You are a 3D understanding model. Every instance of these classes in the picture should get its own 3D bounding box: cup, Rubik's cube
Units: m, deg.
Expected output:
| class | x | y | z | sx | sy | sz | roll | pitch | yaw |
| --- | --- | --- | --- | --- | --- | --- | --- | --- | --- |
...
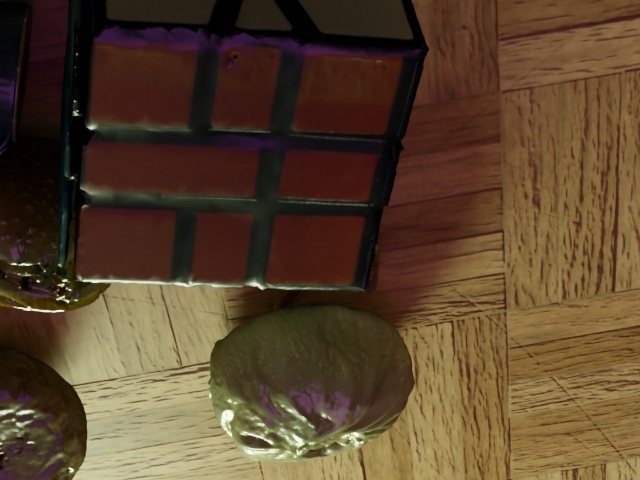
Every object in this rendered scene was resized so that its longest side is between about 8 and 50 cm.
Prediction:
| class | x | y | z | sx | sy | sz | roll | pitch | yaw |
| --- | --- | --- | --- | --- | --- | --- | --- | --- | --- |
| cup | -0.356 | -0.145 | 1.296 | 0.155 | 0.176 | 0.131 | 8 | 174 | -9 |
| Rubik's cube | -0.087 | -0.147 | 1.252 | 0.294 | 0.288 | 0.283 | 3 | 132 | -15 |

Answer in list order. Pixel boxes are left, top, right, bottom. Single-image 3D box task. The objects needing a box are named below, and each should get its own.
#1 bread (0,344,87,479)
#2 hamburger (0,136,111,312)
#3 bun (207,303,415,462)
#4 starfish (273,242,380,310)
| class | x | y | z | sx | sy | sz | roll | pitch | yaw |
| --- | --- | --- | --- | --- | --- | --- | --- | --- | --- |
| bread | -0.388 | 0.217 | 1.620 | 0.230 | 0.123 | 0.230 | -8 | 124 | -12 |
| hamburger | -0.284 | -0.031 | 1.388 | 0.189 | 0.215 | 0.122 | 22 | 126 | 11 |
| bun | -0.016 | 0.177 | 1.627 | 0.244 | 0.153 | 0.244 | -8 | 139 | -7 |
| starfish | -0.002 | -0.001 | 1.541 | 0.138 | 0.050 | 0.247 | -14 | 145 | -3 |
